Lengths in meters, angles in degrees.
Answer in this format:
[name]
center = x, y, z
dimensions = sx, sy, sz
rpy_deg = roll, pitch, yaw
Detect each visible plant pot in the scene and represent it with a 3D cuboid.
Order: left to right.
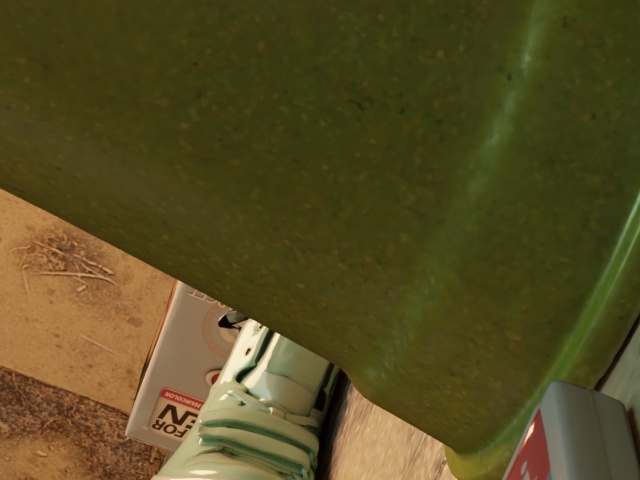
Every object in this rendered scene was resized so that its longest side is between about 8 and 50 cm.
[plant pot]
center = -0.014, -0.085, 0.622
dimensions = 0.276, 0.254, 0.276
rpy_deg = -160, 90, -85

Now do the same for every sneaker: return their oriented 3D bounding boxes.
[sneaker]
center = -0.035, 0.101, 1.064
dimensions = 0.256, 0.094, 0.151
rpy_deg = 160, 133, -82

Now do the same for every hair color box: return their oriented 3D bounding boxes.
[hair color box]
center = -0.051, -0.009, 1.562
dimensions = 0.185, 0.114, 0.374
rpy_deg = -86, 16, -72

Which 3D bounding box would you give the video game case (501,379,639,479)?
[video game case]
center = 0.032, 0.179, 0.401
dimensions = 0.285, 0.025, 0.204
rpy_deg = -82, 12, -68
